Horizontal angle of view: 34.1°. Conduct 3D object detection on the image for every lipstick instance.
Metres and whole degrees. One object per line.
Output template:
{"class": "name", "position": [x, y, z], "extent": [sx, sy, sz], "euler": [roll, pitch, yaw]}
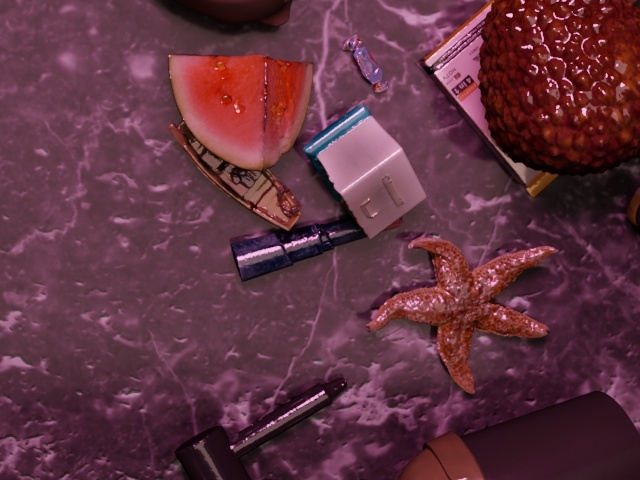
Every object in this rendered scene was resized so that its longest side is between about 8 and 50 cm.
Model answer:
{"class": "lipstick", "position": [0.000, 0.000, 1.393], "extent": [0.234, 0.053, 0.053], "euler": [-15, 99, -9]}

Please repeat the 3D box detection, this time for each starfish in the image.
{"class": "starfish", "position": [0.199, 0.092, 1.418], "extent": [0.277, 0.062, 0.235], "euler": [-23, 100, -5]}

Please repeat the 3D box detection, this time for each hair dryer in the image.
{"class": "hair dryer", "position": [-0.065, 0.268, 1.418], "extent": [0.248, 0.070, 0.114], "euler": [-30, 99, -11]}

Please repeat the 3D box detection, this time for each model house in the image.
{"class": "model house", "position": [0.048, -0.101, 1.345], "extent": [0.100, 0.149, 0.127], "euler": [-35, 143, 0]}

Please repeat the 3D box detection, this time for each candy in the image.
{"class": "candy", "position": [0.059, -0.231, 1.379], "extent": [0.030, 0.020, 0.083], "euler": [-32, 102, -1]}

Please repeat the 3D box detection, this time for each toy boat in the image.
{"class": "toy boat", "position": [-0.110, -0.090, 1.352], "extent": [0.206, 0.072, 0.064], "euler": [40, 91, -10]}

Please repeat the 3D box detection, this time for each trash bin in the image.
{"class": "trash bin", "position": [0.254, 0.339, 1.384], "extent": [0.334, 0.214, 0.214], "euler": [-17, 99, -10]}

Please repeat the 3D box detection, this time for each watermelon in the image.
{"class": "watermelon", "position": [-0.085, -0.182, 1.324], "extent": [0.137, 0.145, 0.193], "euler": [-41, 81, 22]}

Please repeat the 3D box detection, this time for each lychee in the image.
{"class": "lychee", "position": [0.302, -0.199, 1.272], "extent": [0.236, 0.236, 0.271], "euler": [-34, 111, -1]}

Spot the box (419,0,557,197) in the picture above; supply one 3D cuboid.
{"class": "box", "position": [0.260, -0.188, 1.402], "extent": [0.129, 0.033, 0.247], "euler": [-42, 100, -1]}

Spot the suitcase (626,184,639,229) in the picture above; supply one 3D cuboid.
{"class": "suitcase", "position": [0.540, -0.066, 1.370], "extent": [0.143, 0.194, 0.235], "euler": [33, 93, -19]}

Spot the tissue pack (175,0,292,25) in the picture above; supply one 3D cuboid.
{"class": "tissue pack", "position": [-0.065, -0.442, 1.211], "extent": [0.277, 0.267, 0.387], "euler": [39, 90, -6]}

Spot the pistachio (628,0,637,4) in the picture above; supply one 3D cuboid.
{"class": "pistachio", "position": [0.325, -0.357, 1.347], "extent": [0.210, 0.130, 0.165], "euler": [7, 137, -8]}
